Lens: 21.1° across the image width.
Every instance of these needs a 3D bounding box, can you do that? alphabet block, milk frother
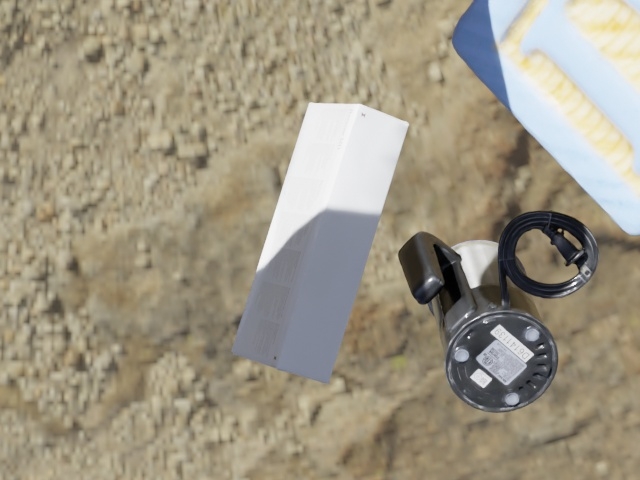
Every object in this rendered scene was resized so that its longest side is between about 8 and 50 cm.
[{"bbox_3d":[0.240,-0.151,1.106,0.192,0.197,0.193,49,135,11],"label":"alphabet block"},{"bbox_3d":[0.143,0.032,1.291,0.143,0.134,0.129,-28,112,8],"label":"milk frother"}]

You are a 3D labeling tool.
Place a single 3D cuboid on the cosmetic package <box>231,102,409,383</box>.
[{"bbox_3d":[0.000,0.000,1.513,0.060,0.099,0.239,19,87,-25],"label":"cosmetic package"}]
